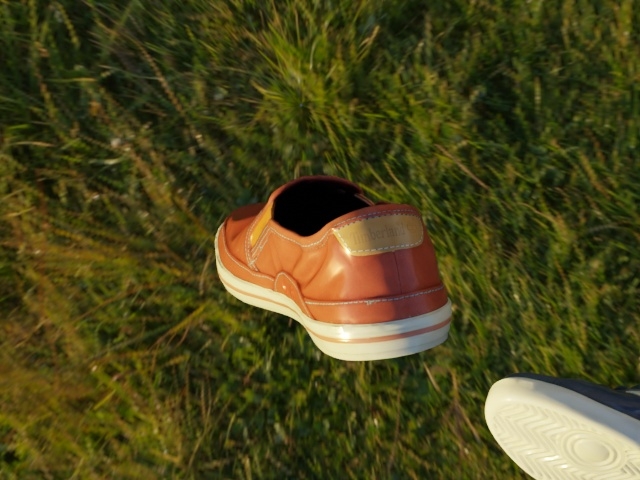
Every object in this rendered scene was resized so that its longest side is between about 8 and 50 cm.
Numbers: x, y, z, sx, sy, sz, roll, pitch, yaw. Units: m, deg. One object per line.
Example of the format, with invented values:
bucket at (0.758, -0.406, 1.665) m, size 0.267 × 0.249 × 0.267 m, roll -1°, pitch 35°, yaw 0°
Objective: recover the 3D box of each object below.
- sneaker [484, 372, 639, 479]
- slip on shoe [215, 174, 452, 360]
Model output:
sneaker at (0.328, 0.171, 1.125) m, size 0.350 × 0.131 × 0.148 m, roll 19°, pitch 51°, yaw 2°
slip on shoe at (0.000, 0.000, 0.877) m, size 0.123 × 0.331 × 0.101 m, roll -10°, pitch 101°, yaw -16°
